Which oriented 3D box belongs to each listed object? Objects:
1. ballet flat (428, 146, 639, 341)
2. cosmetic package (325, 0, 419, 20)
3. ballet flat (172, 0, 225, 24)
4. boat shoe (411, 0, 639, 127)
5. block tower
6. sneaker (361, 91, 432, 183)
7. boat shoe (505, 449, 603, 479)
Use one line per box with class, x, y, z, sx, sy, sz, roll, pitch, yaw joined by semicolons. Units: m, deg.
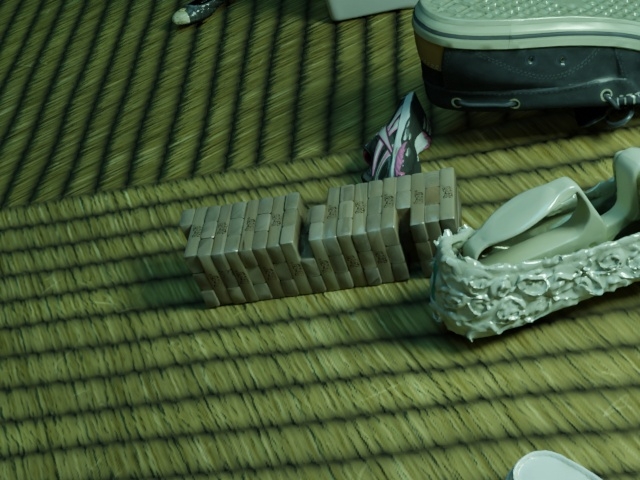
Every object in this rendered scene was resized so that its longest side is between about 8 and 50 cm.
ballet flat;0.302;-0.019;1.075;0.408;0.147;0.147;-23;42;-4
cosmetic package;0.132;-0.615;1.579;0.329;0.394;0.328;-8;43;12
ballet flat;-0.191;-0.428;1.761;0.173;0.049;0.057;-39;44;-21
boat shoe;0.361;-0.234;1.278;0.499;0.156;0.187;1;38;0
block tower;0.000;0.000;1.206;0.335;0.091;0.097;-8;42;14
sneaker;0.093;-0.129;1.327;0.077;0.072;0.178;-10;36;26
boat shoe;0.251;0.257;0.833;0.098;0.096;0.277;-33;43;-13
